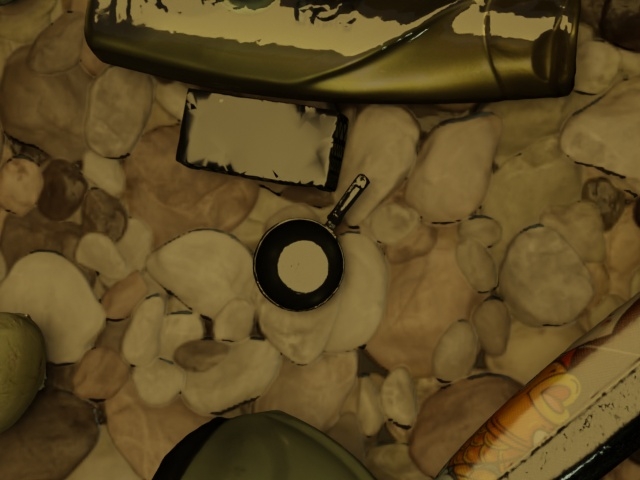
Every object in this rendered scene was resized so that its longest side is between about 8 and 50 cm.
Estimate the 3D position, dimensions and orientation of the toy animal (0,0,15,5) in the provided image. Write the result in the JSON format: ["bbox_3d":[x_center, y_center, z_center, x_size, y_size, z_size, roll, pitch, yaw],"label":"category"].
[{"bbox_3d":[-0.170,-0.276,1.330,0.079,0.070,0.253,41,90,-5],"label":"toy animal"}]

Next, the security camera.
[{"bbox_3d":[-0.063,0.253,1.207,0.191,0.197,0.277,26,84,21],"label":"security camera"}]

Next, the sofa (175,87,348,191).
[{"bbox_3d":[-0.043,-0.073,1.301,0.118,0.039,0.060,9,86,12],"label":"sofa"}]

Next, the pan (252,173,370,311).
[{"bbox_3d":[0.000,0.000,1.293,0.068,0.023,0.115,40,96,12],"label":"pan"}]

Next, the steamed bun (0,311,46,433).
[{"bbox_3d":[-0.264,0.102,1.288,0.130,0.112,0.091,-9,82,3],"label":"steamed bun"}]

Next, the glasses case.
[{"bbox_3d":[0.197,0.102,1.198,0.321,0.122,0.082,-40,75,5],"label":"glasses case"}]

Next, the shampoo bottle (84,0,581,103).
[{"bbox_3d":[0.011,-0.161,1.276,0.350,0.084,0.125,8,78,10],"label":"shampoo bottle"}]
